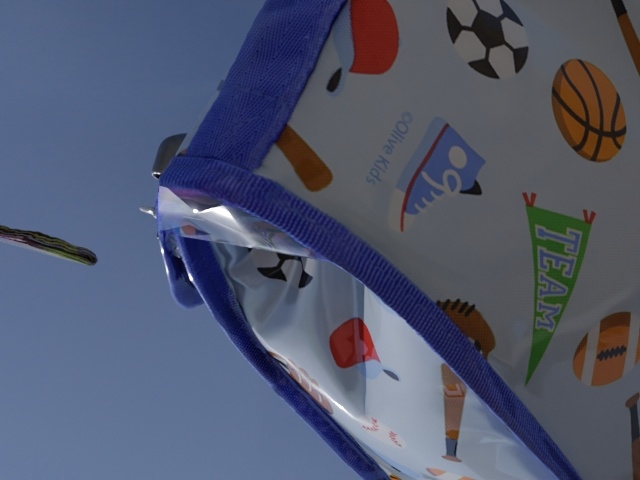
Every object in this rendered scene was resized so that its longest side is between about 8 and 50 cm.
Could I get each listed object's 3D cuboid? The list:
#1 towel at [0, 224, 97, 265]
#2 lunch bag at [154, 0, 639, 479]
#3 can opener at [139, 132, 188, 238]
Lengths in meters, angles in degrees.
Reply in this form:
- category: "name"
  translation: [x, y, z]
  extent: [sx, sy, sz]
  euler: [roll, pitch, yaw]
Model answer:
- category: "towel"
  translation: [-0.169, -0.002, 0.723]
  extent: [0.083, 0.060, 0.009]
  euler: [13, -96, 33]
- category: "lunch bag"
  translation: [0.096, -0.042, 0.713]
  extent: [0.385, 0.239, 0.328]
  euler: [50, -120, -44]
- category: "can opener"
  translation: [-0.020, -0.011, 1.018]
  extent: [0.283, 0.076, 0.095]
  euler: [17, -96, -48]
